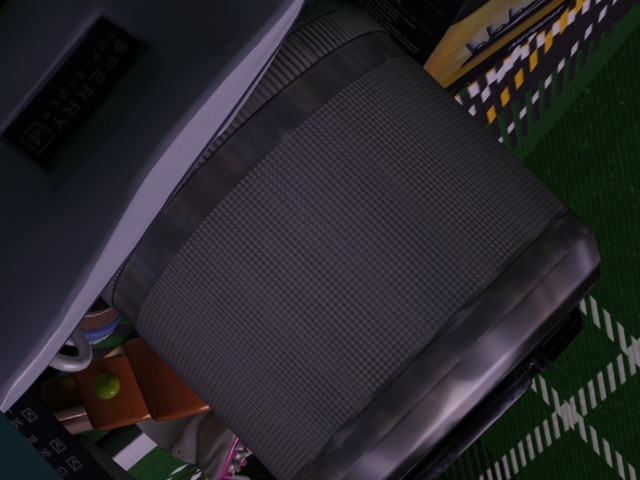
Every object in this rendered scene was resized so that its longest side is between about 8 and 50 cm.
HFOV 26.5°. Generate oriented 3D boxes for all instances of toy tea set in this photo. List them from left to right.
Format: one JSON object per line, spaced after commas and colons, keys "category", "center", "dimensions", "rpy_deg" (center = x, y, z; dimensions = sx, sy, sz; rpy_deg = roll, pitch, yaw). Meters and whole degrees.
{"category": "toy tea set", "center": [-0.112, 0.068, 1.047], "dimensions": [0.200, 0.124, 0.336], "rpy_deg": [-11, 175, -28]}

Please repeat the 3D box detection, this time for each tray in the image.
{"category": "tray", "center": [-0.263, 0.272, 1.626], "dimensions": [0.270, 0.030, 0.145], "rpy_deg": [-38, 170, -38]}

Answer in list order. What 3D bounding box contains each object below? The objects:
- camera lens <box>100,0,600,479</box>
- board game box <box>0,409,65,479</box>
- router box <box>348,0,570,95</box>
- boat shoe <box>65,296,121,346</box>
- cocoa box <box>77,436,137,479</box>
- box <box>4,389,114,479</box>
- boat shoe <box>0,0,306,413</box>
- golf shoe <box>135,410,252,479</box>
{"category": "camera lens", "center": [0.000, 0.000, 0.760], "dimensions": [0.219, 0.274, 0.219], "rpy_deg": [-43, 171, -8]}
{"category": "board game box", "center": [-0.208, 0.115, 0.395], "dimensions": [0.079, 0.254, 0.336], "rpy_deg": [-35, 166, -49]}
{"category": "router box", "center": [0.136, -0.216, 1.035], "dimensions": [0.309, 0.081, 0.243], "rpy_deg": [-39, 169, -36]}
{"category": "boat shoe", "center": [-0.139, 0.010, 0.897], "dimensions": [0.066, 0.066, 0.183], "rpy_deg": [-54, 179, 22]}
{"category": "cocoa box", "center": [-0.211, 0.395, 1.336], "dimensions": [0.228, 0.231, 0.347], "rpy_deg": [-46, -158, -4]}
{"category": "box", "center": [-0.215, 0.332, 0.914], "dimensions": [0.212, 0.395, 0.293], "rpy_deg": [-50, 170, 27]}
{"category": "boat shoe", "center": [-0.137, -0.017, 0.588], "dimensions": [0.367, 0.136, 0.156], "rpy_deg": [-53, 177, -14]}
{"category": "golf shoe", "center": [-0.087, 0.069, 1.264], "dimensions": [0.115, 0.140, 0.306], "rpy_deg": [-5, 116, -76]}
